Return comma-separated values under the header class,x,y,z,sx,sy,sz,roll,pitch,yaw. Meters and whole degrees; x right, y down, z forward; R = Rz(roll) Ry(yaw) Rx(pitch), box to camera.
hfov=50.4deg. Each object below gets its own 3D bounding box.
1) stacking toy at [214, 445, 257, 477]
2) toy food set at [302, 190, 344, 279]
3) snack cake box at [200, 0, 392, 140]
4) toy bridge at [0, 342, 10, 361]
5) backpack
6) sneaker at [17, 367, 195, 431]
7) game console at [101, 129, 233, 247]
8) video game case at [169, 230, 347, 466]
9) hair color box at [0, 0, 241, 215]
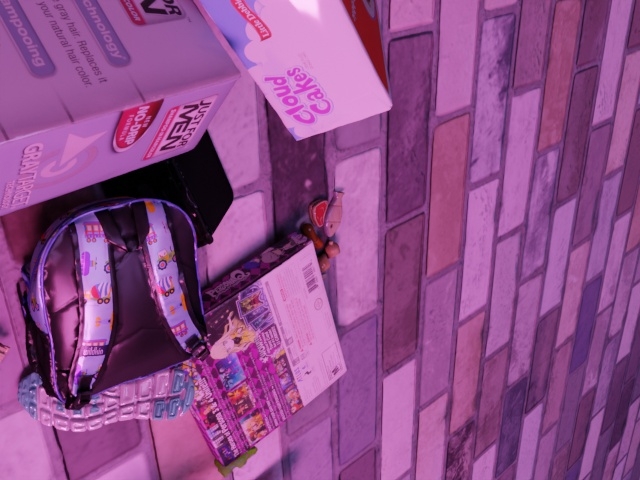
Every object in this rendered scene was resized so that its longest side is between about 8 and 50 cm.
class,x,y,z,sx,sy,sz,roll,pitch,yaw
stacking toy,-0.121,0.327,0.788,0.221,0.167,0.052,-26,126,-35
toy food set,0.000,0.000,0.866,0.078,0.019,0.122,-11,117,-43
snack cake box,-0.017,-0.233,0.567,0.152,0.089,0.264,55,25,-46
toy bridge,-0.329,0.058,0.545,0.063,0.026,0.188,-59,139,-9
backpack,-0.188,0.038,0.609,0.158,0.117,0.173,-18,122,-34
sneaker,-0.216,0.155,0.685,0.166,0.076,0.065,8,82,-24
game console,-0.151,-0.054,0.689,0.107,0.071,0.122,-21,128,-2
video game case,-0.074,0.135,0.828,0.210,0.042,0.232,-35,131,-24
hair color box,-0.258,-0.102,0.407,0.374,0.113,0.185,-27,82,-35
